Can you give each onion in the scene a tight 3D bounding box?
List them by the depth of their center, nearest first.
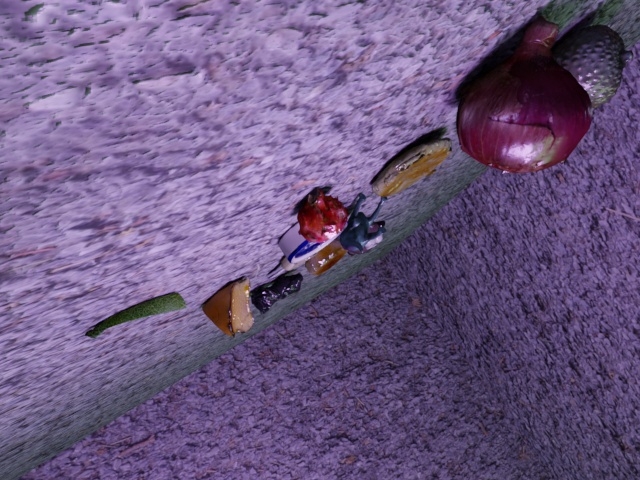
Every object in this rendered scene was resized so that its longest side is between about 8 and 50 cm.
[{"bbox_3d":[0.529,-0.369,1.257,0.348,0.348,0.385,-27,133,-36],"label":"onion"}]

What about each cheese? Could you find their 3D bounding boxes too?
[{"bbox_3d":[-0.119,0.088,1.846,0.235,0.049,0.127,-34,173,39],"label":"cheese"}]

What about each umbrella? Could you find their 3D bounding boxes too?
[{"bbox_3d":[-0.178,0.207,2.070,0.272,0.110,0.122,-31,170,-43],"label":"umbrella"}]

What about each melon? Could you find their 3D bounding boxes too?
[{"bbox_3d":[-0.477,0.192,1.259,0.114,0.053,0.262,-20,177,39],"label":"melon"}]

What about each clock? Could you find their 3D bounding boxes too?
[{"bbox_3d":[-0.024,-0.020,1.580,0.230,0.083,0.230,-36,171,-6],"label":"clock"}]

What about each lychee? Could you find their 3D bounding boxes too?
[{"bbox_3d":[0.818,-0.534,1.529,0.274,0.255,0.255,-1,-164,43],"label":"lychee"}]

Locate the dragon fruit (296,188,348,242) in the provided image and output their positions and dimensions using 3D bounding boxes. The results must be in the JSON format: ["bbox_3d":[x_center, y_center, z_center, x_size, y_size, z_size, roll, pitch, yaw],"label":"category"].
[{"bbox_3d":[-0.015,-0.079,1.327,0.153,0.153,0.111,-35,127,1],"label":"dragon fruit"}]

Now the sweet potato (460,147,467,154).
[{"bbox_3d":[0.596,-0.383,1.975,0.202,0.058,0.055,-12,112,-74],"label":"sweet potato"}]

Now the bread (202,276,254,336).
[{"bbox_3d":[-0.285,0.234,1.668,0.169,0.160,0.140,-40,168,28],"label":"bread"}]

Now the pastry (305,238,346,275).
[{"bbox_3d":[0.020,0.061,2.039,0.192,0.093,0.182,-40,168,6],"label":"pastry"}]

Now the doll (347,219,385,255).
[{"bbox_3d":[0.192,-0.010,2.196,0.182,0.117,0.257,-24,169,-24],"label":"doll"}]

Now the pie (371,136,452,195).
[{"bbox_3d":[0.296,-0.241,1.609,0.306,0.071,0.306,-32,166,-9],"label":"pie"}]

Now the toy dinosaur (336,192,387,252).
[{"bbox_3d":[0.098,0.001,1.738,0.331,0.129,0.383,-51,-168,43],"label":"toy dinosaur"}]

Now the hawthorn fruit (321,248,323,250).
[{"bbox_3d":[0.000,0.000,1.801,0.067,0.066,0.103,-38,180,18],"label":"hawthorn fruit"}]

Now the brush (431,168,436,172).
[{"bbox_3d":[0.444,-0.281,2.067,0.082,0.010,0.218,-43,168,35],"label":"brush"}]
